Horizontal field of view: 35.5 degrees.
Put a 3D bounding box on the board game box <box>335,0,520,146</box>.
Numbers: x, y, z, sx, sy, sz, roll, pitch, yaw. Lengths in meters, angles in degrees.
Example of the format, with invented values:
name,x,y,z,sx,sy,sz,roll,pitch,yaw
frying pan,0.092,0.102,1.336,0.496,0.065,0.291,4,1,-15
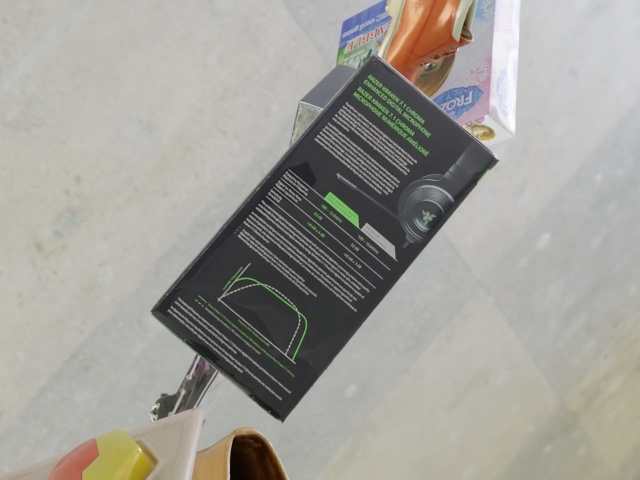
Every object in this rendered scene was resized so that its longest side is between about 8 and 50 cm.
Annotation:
name,x,y,z,sx,sy,sz,roll,pitch,yaw
board game box,0.147,-0.249,1.489,0.066,0.318,0.318,31,54,-36

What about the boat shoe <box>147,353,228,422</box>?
name,x,y,z,sx,sy,sz,roll,pitch,yaw
boat shoe,-0.202,0.245,1.396,0.219,0.070,0.078,-58,-176,-30

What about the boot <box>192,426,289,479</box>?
name,x,y,z,sx,sy,sz,roll,pitch,yaw
boot,-0.072,0.291,0.677,0.104,0.295,0.211,2,155,-35

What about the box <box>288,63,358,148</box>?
name,x,y,z,sx,sy,sz,roll,pitch,yaw
box,0.023,-0.122,1.291,0.156,0.093,0.158,-54,162,-57

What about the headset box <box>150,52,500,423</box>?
name,x,y,z,sx,sy,sz,roll,pitch,yaw
headset box,0.000,0.000,0.857,0.283,0.131,0.246,-50,-179,-10

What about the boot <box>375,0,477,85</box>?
name,x,y,z,sx,sy,sz,roll,pitch,yaw
boot,0.101,-0.186,0.961,0.059,0.084,0.158,-56,165,-42

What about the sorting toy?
name,x,y,z,sx,sy,sz,roll,pitch,yaw
sorting toy,-0.164,0.167,0.545,0.193,0.208,0.038,-20,109,10
